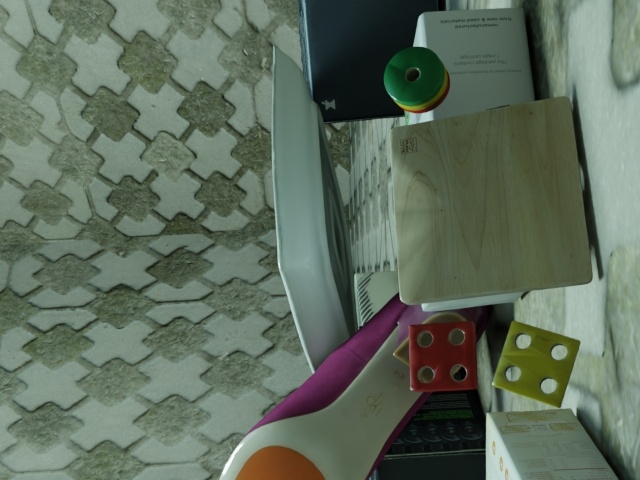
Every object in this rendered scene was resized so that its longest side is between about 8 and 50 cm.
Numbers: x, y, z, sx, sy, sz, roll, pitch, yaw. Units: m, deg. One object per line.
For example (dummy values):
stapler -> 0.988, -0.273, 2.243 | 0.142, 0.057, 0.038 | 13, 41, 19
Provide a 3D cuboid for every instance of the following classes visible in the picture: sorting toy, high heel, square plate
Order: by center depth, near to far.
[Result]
sorting toy -> 0.122, -0.014, 0.670 | 0.046, 0.132, 0.275 | 34, -129, -64
high heel -> 0.038, 0.174, 1.023 | 0.127, 0.377, 0.181 | 49, -161, -5
square plate -> 0.000, 0.000, 1.122 | 0.347, 0.049, 0.344 | 75, -171, -49

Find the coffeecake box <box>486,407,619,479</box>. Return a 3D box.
coffeecake box -> 0.161, 0.216, 0.620 | 0.185, 0.068, 0.142 | -97, 4, -75

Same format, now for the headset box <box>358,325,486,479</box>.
headset box -> 0.122, 0.279, 1.154 | 0.283, 0.131, 0.247 | -96, 3, -64

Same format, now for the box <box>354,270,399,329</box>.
box -> 0.121, 0.174, 1.780 | 0.275, 0.094, 0.113 | -97, 4, -62

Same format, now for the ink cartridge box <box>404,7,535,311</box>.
ink cartridge box -> 0.129, -0.062, 0.804 | 0.160, 0.092, 0.220 | 90, 177, -75

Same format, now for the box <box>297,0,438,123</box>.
box -> 0.059, -0.322, 1.294 | 0.294, 0.182, 0.297 | -97, 2, -77
